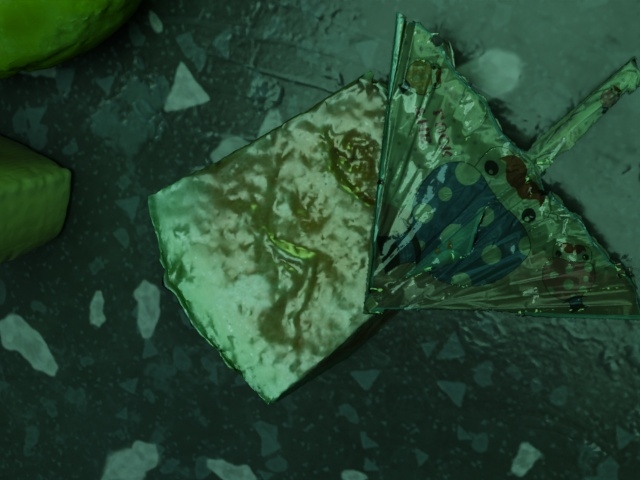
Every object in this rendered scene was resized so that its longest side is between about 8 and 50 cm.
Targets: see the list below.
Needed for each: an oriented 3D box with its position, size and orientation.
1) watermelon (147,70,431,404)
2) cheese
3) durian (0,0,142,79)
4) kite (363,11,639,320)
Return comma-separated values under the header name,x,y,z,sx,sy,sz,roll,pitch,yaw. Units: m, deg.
name,x,y,z,sx,sy,sz,roll,pitch,yaw
watermelon,-0.005,0.004,0.899,0.302,0.151,0.264,-32,89,1
cheese,-0.463,-0.056,0.953,0.242,0.265,0.124,28,110,10
durian,-0.308,-0.309,0.888,0.339,0.204,0.256,-9,87,18
kite,0.182,-0.048,0.822,0.368,0.014,0.406,-41,99,0
